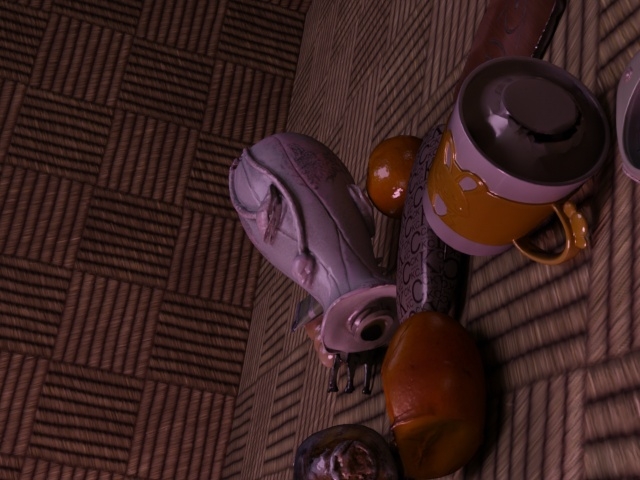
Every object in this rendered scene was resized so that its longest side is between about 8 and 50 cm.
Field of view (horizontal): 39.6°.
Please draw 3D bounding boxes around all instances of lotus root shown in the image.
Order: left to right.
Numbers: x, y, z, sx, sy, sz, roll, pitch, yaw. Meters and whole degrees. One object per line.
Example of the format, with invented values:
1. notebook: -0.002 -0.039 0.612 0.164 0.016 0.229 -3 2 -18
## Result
1. lotus root: 0.035 0.396 1.496 0.349 0.174 0.175 132 150 -74

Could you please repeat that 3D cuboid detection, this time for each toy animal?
1. toy animal: 0.064 0.203 1.685 0.217 0.073 0.176 29 -119 -72

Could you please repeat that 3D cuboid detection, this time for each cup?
1. cup: 0.238 -0.070 1.092 0.241 0.185 0.226 64 157 20

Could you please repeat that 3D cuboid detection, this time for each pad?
1. pad: 0.288 -0.301 1.416 0.287 0.018 0.284 -97 23 -58

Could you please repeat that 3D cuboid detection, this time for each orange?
1. orange: 0.143 -0.116 1.624 0.156 0.124 0.156 -165 90 -79

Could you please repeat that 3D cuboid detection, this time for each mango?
1. mango: 0.152 0.190 1.231 0.257 0.137 0.187 -86 -1 -50

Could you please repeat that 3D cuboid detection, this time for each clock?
1. clock: 0.346 -0.117 0.843 0.151 0.062 0.191 130 151 -63

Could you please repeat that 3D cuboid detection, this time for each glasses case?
1. glasses case: 0.181 -0.023 1.439 0.137 0.085 0.355 131 150 -63

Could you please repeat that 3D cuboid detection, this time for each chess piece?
1. chess piece: 0.020 0.215 1.946 0.170 0.094 0.094 -111 36 -57

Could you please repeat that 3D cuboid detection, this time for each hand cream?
1. hand cream: 0.018 0.121 1.922 0.235 0.055 0.086 -33 29 37

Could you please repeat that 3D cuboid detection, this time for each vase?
1. vase: 0.000 0.000 1.638 0.445 0.249 0.250 59 140 37
